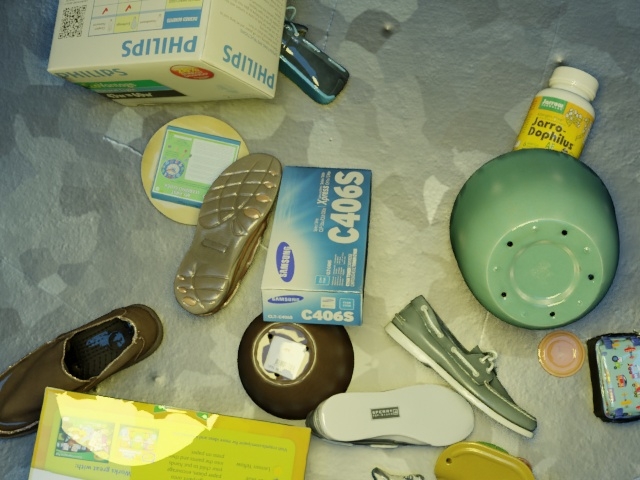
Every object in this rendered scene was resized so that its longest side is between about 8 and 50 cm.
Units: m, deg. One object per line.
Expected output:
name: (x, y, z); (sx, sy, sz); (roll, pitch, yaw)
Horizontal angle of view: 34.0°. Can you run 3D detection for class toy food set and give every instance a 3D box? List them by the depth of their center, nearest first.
toy food set: (0.308, 0.417, 1.826); (0.217, 0.071, 0.128); (22, 107, 9)

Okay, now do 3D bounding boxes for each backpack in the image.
backpack: (0.561, 0.234, 1.811); (0.173, 0.117, 0.158); (-4, 81, 0)

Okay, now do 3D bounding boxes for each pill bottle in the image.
pill bottle: (0.425, -0.201, 1.887); (0.117, 0.117, 0.209); (23, 83, 7)

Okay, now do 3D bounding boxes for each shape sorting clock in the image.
shape sorting clock: (-0.232, -0.131, 1.954); (0.206, 0.040, 0.206); (0, 83, -2)

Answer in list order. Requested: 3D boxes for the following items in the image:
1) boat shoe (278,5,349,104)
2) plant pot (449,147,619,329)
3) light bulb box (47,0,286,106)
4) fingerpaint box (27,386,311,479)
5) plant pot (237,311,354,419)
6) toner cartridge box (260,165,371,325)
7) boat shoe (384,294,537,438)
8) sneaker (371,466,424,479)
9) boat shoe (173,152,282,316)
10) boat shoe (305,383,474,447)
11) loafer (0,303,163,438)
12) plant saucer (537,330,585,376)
boat shoe: (-0.056, -0.368, 1.965); (0.258, 0.109, 0.089); (45, 79, -7)
plant pot: (0.363, 0.017, 1.743); (0.292, 0.235, 0.293); (2, 109, 6)
light bulb box: (-0.258, -0.443, 1.850); (0.357, 0.225, 0.361); (2, 80, 32)
fingerpaint box: (-0.269, 0.463, 1.744); (0.444, 0.163, 0.371); (10, 78, -11)
plant pot: (-0.051, 0.201, 1.794); (0.215, 0.230, 0.216); (0, 81, 3)
toner cartridge box: (0.000, 0.000, 1.794); (0.165, 0.075, 0.348); (1, 38, 4)
boat shoe: (0.261, 0.220, 1.832); (0.319, 0.116, 0.099); (38, 89, 13)
sneaker: (0.153, 0.433, 1.841); (0.135, 0.052, 0.058); (33, 74, 1)
boat shoe: (-0.164, -0.009, 1.896); (0.123, 0.116, 0.324); (25, 77, 15)
boat shoe: (0.120, 0.314, 1.824); (0.301, 0.102, 0.108); (0, 74, -23)
loafer: (-0.459, 0.222, 1.865); (0.366, 0.130, 0.134); (-35, 80, -2)
plant saucer: (0.432, 0.203, 1.874); (0.083, 0.013, 0.084); (-1, 80, 3)
